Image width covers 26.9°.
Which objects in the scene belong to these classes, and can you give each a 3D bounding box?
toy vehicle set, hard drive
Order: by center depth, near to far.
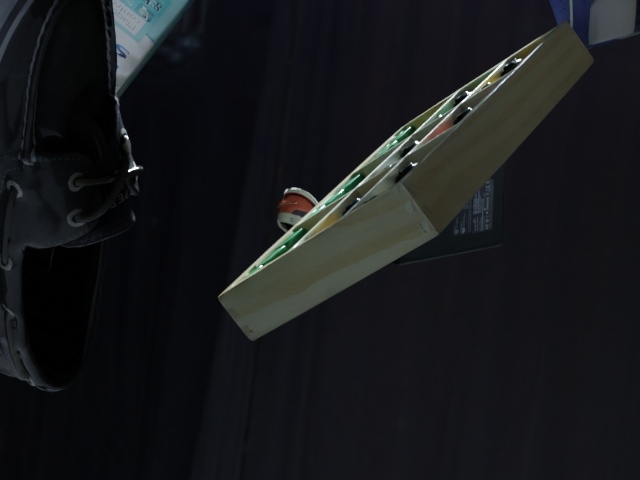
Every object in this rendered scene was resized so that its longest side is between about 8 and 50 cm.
[{"bbox_3d":[0.062,-0.044,0.861,0.166,0.035,0.267,-32,8,40],"label":"toy vehicle set"},{"bbox_3d":[0.125,-0.031,1.309,0.135,0.094,0.022,-10,17,-36],"label":"hard drive"}]

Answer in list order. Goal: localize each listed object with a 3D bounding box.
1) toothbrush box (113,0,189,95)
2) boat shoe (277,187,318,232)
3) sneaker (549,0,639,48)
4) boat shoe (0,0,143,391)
[{"bbox_3d":[-0.237,-0.222,1.164,0.216,0.126,0.295,37,36,-8],"label":"toothbrush box"},{"bbox_3d":[0.000,0.000,1.418,0.049,0.043,0.137,-11,-42,34],"label":"boat shoe"},{"bbox_3d":[0.136,-0.284,0.971,0.182,0.315,0.127,-8,2,21],"label":"sneaker"},{"bbox_3d":[-0.110,-0.020,0.558,0.076,0.228,0.080,33,38,15],"label":"boat shoe"}]
